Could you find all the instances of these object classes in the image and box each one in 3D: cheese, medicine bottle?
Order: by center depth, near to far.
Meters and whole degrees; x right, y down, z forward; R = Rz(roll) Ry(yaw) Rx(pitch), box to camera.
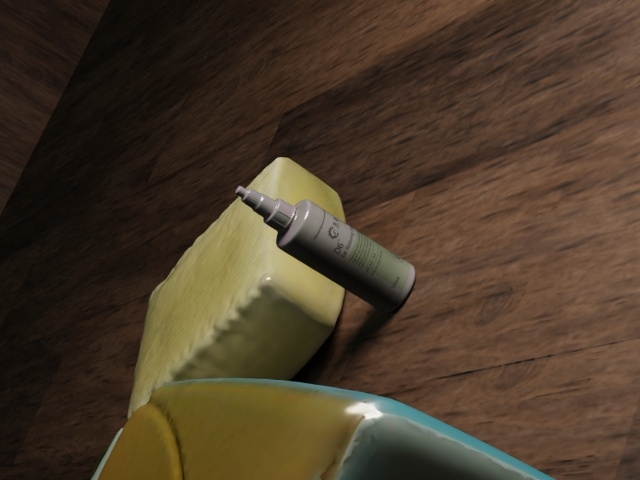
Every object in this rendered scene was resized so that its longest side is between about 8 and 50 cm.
[{"bbox_3d":[0.000,0.000,1.605,0.057,0.199,0.057,-48,21,25],"label":"medicine bottle"},{"bbox_3d":[-0.089,0.075,1.821,0.265,0.124,0.242,-45,28,31],"label":"cheese"}]

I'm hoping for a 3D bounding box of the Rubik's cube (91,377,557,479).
[{"bbox_3d":[0.018,0.297,0.926,0.352,0.351,0.347,-8,54,62],"label":"Rubik's cube"}]

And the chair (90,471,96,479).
[{"bbox_3d":[-0.107,0.293,1.461,0.275,0.203,0.190,-17,34,50],"label":"chair"}]

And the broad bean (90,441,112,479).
[{"bbox_3d":[-0.198,0.274,1.869,0.174,0.082,0.124,-1,60,55],"label":"broad bean"}]
